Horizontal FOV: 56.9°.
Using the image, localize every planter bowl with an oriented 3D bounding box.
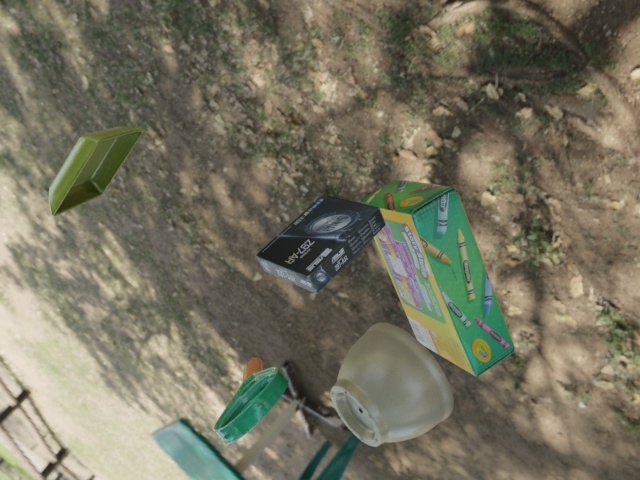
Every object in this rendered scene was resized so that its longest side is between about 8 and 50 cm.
[{"bbox_3d":[0.083,0.209,0.807,0.162,0.109,0.162,39,147,32],"label":"planter bowl"}]

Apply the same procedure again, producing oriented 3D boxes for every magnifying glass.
[{"bbox_3d":[-0.079,0.170,0.681,0.026,0.092,0.231,47,176,-2],"label":"magnifying glass"}]

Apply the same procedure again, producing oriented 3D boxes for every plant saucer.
[{"bbox_3d":[-0.447,-0.150,1.158,0.045,0.188,0.188,39,109,-3],"label":"plant saucer"}]

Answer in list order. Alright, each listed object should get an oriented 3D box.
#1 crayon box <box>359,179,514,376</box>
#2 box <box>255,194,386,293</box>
[{"bbox_3d":[0.175,0.051,0.901,0.278,0.081,0.165,66,164,-18],"label":"crayon box"},{"bbox_3d":[0.000,0.000,0.464,0.067,0.083,0.018,19,144,47],"label":"box"}]
